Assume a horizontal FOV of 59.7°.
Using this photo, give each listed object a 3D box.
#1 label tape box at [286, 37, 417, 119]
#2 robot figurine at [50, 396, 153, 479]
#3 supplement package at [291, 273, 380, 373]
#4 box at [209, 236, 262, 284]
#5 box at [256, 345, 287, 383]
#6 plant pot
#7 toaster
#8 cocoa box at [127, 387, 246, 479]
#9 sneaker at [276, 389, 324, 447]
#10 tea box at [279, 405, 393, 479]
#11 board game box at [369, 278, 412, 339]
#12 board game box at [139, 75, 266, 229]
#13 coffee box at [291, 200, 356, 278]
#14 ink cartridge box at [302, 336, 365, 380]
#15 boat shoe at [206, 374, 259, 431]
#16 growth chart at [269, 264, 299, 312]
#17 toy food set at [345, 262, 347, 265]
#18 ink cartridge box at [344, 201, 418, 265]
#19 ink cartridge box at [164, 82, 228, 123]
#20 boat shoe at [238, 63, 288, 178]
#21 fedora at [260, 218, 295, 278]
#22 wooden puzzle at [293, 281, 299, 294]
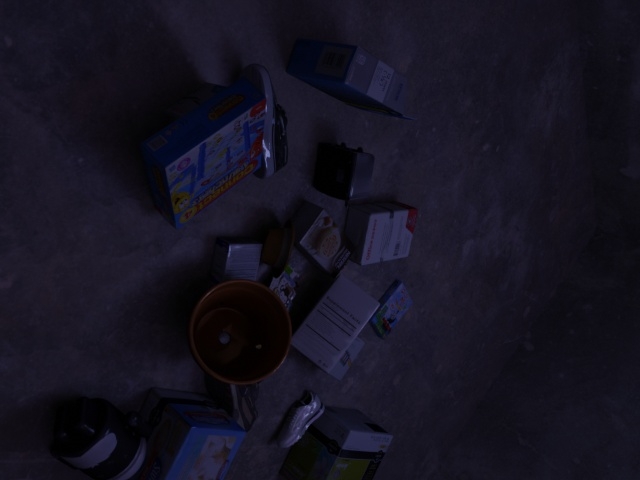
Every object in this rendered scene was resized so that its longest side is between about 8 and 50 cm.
[{"bbox_3d":[0.112,-0.469,1.648,0.348,0.249,0.115,10,101,-47],"label":"label tape box"},{"bbox_3d":[-0.584,0.529,1.485,0.173,0.209,0.278,-62,141,-34],"label":"robot figurine"},{"bbox_3d":[0.042,0.285,1.931,0.293,0.175,0.177,-52,177,-10],"label":"supplement package"},{"bbox_3d":[-0.252,0.064,1.667,0.126,0.072,0.137,0,107,-45],"label":"box"},{"bbox_3d":[-0.196,0.355,1.872,0.159,0.044,0.233,-31,128,-37],"label":"box"},{"bbox_3d":[-0.255,0.271,1.611,0.291,0.203,0.290,8,72,-24],"label":"plant pot"},{"bbox_3d":[0.073,-0.215,1.789,0.110,0.168,0.185,-9,114,-43],"label":"toaster"},{"bbox_3d":[-0.429,0.652,1.650,0.231,0.228,0.347,28,88,-48],"label":"cocoa box"},{"bbox_3d":[-0.091,0.677,2.120,0.235,0.090,0.095,-46,122,-25],"label":"sneaker"},{"bbox_3d":[0.070,0.865,2.254,0.329,0.220,0.323,29,86,-47],"label":"tea box"},{"bbox_3d":[0.292,0.290,2.341,0.211,0.039,0.160,-49,135,-18],"label":"board game box"},{"bbox_3d":[-0.279,-0.209,1.390,0.308,0.086,0.302,-42,167,-23],"label":"board game box"},{"bbox_3d":[0.000,0.000,1.868,0.141,0.098,0.246,-54,137,-10],"label":"coffee box"},{"bbox_3d":[0.050,0.408,2.087,0.176,0.128,0.127,-55,137,-10],"label":"ink cartridge box"},{"bbox_3d":[-0.278,0.496,1.822,0.130,0.132,0.355,-38,141,-40],"label":"boat shoe"},{"bbox_3d":[-0.131,0.187,1.835,0.172,0.021,0.237,41,60,-55],"label":"growth chart"},{"bbox_3d":[0.075,0.093,1.990,0.078,0.019,0.122,-45,175,-20],"label":"toy food set"},{"bbox_3d":[0.218,-0.031,2.059,0.273,0.114,0.197,-8,115,-44],"label":"ink cartridge box"},{"bbox_3d":[-0.314,-0.321,1.401,0.180,0.104,0.060,-42,133,-23],"label":"ink cartridge box"},{"bbox_3d":[-0.155,-0.338,1.562,0.119,0.121,0.335,-37,142,-37],"label":"boat shoe"},{"bbox_3d":[-0.141,0.018,1.711,0.079,0.194,0.194,13,100,-18],"label":"fedora"},{"bbox_3d":[-0.105,0.178,1.916,0.083,0.006,0.049,-35,130,-29],"label":"wooden puzzle"}]
